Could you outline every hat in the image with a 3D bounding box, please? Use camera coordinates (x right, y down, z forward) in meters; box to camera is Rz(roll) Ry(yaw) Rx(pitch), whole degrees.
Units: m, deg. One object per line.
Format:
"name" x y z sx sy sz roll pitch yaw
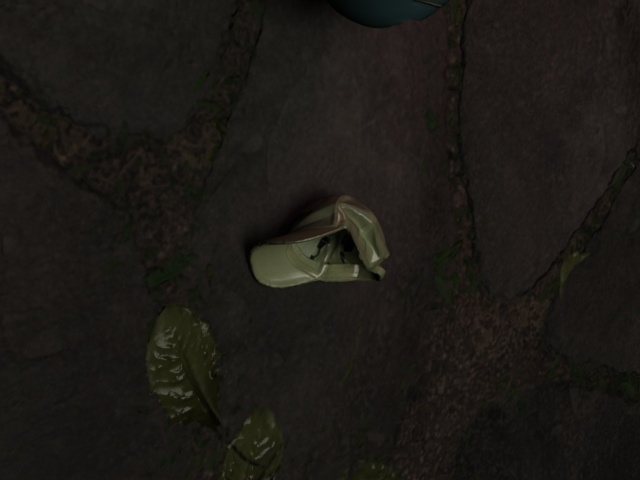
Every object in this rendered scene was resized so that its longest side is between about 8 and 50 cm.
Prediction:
"hat" -0.003 0.005 1.249 0.166 0.081 0.122 -12 149 -26

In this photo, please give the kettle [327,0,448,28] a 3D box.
"kettle" 0.057 -0.377 1.094 0.319 0.247 0.342 6 107 -36
